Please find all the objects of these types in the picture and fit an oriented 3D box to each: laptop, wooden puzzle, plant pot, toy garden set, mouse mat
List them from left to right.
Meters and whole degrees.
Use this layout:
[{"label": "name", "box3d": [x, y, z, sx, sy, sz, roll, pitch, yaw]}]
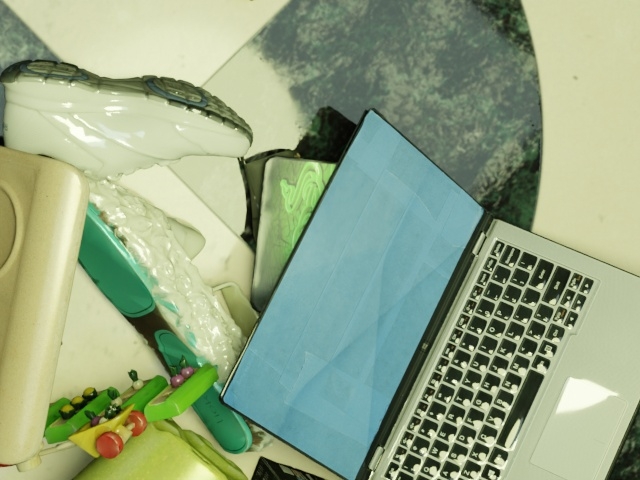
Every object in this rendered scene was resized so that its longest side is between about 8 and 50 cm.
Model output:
[{"label": "wooden puzzle", "box3d": [-0.399, 0.048, 1.627, 0.080, 0.348, 0.322, 6, 96, -55]}, {"label": "toy garden set", "box3d": [-0.263, 0.192, 1.625, 0.244, 0.204, 0.049, -15, 101, 24]}, {"label": "plant pot", "box3d": [-0.203, 0.338, 1.664, 0.276, 0.276, 0.254, 40, 88, -12]}, {"label": "mouse mat", "box3d": [0.000, 0.000, 1.742, 0.153, 0.007, 0.189, 6, 93, 2]}, {"label": "laptop", "box3d": [0.166, 0.123, 1.690, 0.408, 0.236, 0.382, 23, 77, 15]}]

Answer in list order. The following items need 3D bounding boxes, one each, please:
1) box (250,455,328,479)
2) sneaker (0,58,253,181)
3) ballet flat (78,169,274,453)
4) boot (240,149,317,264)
[{"label": "box", "box3d": [0.059, 0.355, 1.697, 0.257, 0.322, 0.079, 20, 90, -13]}, {"label": "sneaker", "box3d": [-0.227, -0.128, 1.718, 0.297, 0.111, 0.129, 9, 109, -8]}, {"label": "ballet flat", "box3d": [-0.165, 0.068, 1.740, 0.147, 0.147, 0.409, -35, 104, -6]}, {"label": "boot", "box3d": [0.007, -0.058, 1.776, 0.198, 0.077, 0.137, -14, 93, -11]}]
